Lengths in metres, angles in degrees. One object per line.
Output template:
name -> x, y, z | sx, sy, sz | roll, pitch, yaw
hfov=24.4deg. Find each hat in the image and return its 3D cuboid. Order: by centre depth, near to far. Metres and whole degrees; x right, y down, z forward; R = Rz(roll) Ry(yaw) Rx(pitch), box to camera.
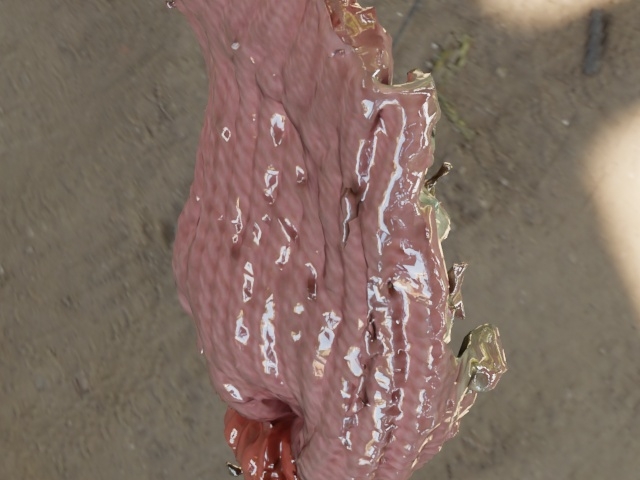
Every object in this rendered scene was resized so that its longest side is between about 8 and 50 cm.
hat -> 0.000, 0.000, 0.534 | 0.107, 0.237, 0.286 | -11, 124, -10
